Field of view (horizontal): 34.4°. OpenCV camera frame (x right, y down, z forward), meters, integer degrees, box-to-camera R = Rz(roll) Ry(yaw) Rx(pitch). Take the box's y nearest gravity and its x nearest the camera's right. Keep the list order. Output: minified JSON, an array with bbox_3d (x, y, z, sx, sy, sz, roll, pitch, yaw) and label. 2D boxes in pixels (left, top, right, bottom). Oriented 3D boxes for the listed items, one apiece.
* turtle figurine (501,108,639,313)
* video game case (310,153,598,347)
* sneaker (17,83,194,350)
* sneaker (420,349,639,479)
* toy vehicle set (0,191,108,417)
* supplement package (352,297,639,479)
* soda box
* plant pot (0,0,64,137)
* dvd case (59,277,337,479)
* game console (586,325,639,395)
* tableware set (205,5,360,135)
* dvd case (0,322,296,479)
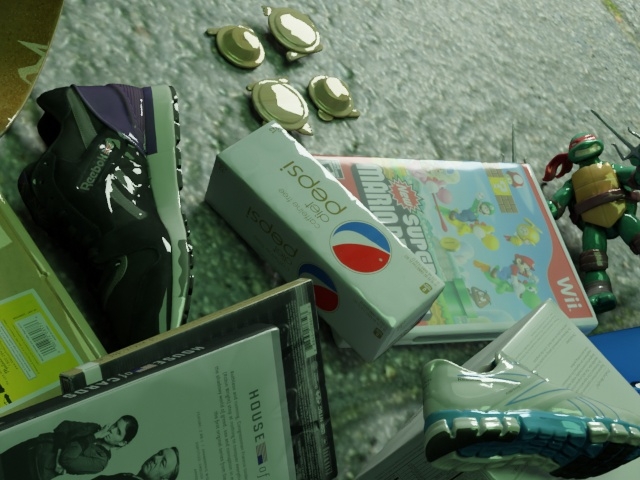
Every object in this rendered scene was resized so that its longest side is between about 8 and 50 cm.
[{"bbox_3d":[0.306,-0.045,1.132,0.118,0.175,0.234,11,57,-52],"label":"turtle figurine"},{"bbox_3d":[0.120,0.005,1.011,0.285,0.025,0.204,0,56,-27],"label":"video game case"},{"bbox_3d":[-0.172,-0.007,0.803,0.124,0.107,0.283,3,50,-18],"label":"sneaker"},{"bbox_3d":[0.152,0.116,0.725,0.190,0.071,0.083,12,46,-26],"label":"sneaker"},{"bbox_3d":[-0.233,0.090,0.707,0.166,0.035,0.267,-23,72,-44],"label":"toy vehicle set"},{"bbox_3d":[0.169,0.197,0.827,0.203,0.149,0.194,48,44,7],"label":"supplement package"},{"bbox_3d":[0.000,0.000,0.896,0.216,0.069,0.074,44,55,15],"label":"soda box"},{"bbox_3d":[-0.340,-0.218,0.768,0.254,0.237,0.237,17,46,-3],"label":"plant pot"},{"bbox_3d":[-0.075,0.135,0.730,0.221,0.018,0.164,-20,108,-45],"label":"dvd case"},{"bbox_3d":[0.382,0.170,0.954,0.173,0.293,0.250,-40,107,-12],"label":"game console"},{"bbox_3d":[-0.036,-0.179,1.079,0.141,0.020,0.169,-15,68,-40],"label":"tableware set"},{"bbox_3d":[-0.108,0.170,0.661,0.238,0.029,0.179,-17,106,-45],"label":"dvd case"}]
